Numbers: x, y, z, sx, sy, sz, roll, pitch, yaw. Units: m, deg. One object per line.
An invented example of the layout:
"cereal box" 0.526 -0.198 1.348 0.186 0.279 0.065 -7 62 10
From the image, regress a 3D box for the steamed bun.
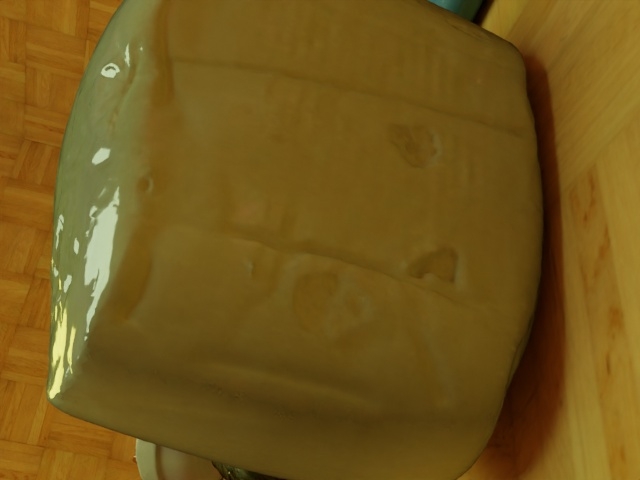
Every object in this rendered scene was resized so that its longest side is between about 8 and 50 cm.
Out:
"steamed bun" -0.035 -0.026 0.694 0.290 0.371 0.456 126 159 -55

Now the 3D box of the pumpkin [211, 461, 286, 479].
"pumpkin" -0.065 0.255 1.118 0.219 0.162 0.219 -5 84 54

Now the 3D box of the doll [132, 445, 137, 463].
"doll" -0.329 0.510 1.893 0.143 0.221 0.135 110 163 -45

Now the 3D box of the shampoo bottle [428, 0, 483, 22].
"shampoo bottle" 0.133 -0.240 0.938 0.104 0.061 0.258 -87 15 -47

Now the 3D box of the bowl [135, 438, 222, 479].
"bowl" -0.230 0.371 1.608 0.287 0.144 0.287 10 -90 -69
